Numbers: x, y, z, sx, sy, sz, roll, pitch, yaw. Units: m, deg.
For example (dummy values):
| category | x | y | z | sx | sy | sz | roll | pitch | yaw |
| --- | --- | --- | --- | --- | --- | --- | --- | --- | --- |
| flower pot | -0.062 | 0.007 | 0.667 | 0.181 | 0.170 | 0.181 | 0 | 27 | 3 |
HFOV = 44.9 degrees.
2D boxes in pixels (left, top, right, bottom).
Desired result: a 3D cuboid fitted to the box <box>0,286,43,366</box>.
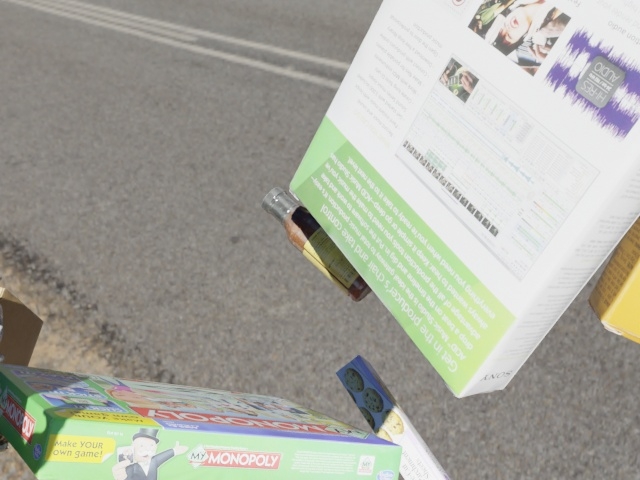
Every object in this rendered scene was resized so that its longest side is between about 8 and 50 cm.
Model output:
| category | x | y | z | sx | sy | sz | roll | pitch | yaw |
| --- | --- | --- | --- | --- | --- | --- | --- | --- | --- |
| box | -0.491 | 0.190 | 1.179 | 0.021 | 0.164 | 0.201 | 9 | 66 | 7 |

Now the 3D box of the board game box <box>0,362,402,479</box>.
| category | x | y | z | sx | sy | sz | roll | pitch | yaw |
| --- | --- | --- | --- | --- | --- | --- | --- | --- | --- |
| board game box | -0.115 | 0.168 | 0.691 | 0.317 | 0.046 | 0.213 | 15 | -6 | -34 |

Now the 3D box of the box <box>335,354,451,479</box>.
| category | x | y | z | sx | sy | sz | roll | pitch | yaw |
| --- | --- | --- | --- | --- | --- | --- | --- | --- | --- |
| box | 0.143 | 0.364 | 1.491 | 0.067 | 0.063 | 0.324 | -39 | 56 | 6 |

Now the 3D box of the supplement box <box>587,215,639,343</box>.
| category | x | y | z | sx | sy | sz | roll | pitch | yaw |
| --- | --- | --- | --- | --- | --- | --- | --- | --- | --- |
| supplement box | 0.305 | -0.025 | 0.617 | 0.078 | 0.233 | 0.080 | 25 | 13 | 0 |

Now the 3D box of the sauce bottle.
| category | x | y | z | sx | sy | sz | roll | pitch | yaw |
| --- | --- | --- | --- | --- | --- | --- | --- | --- | --- |
| sauce bottle | 0.000 | 0.000 | 0.699 | 0.128 | 0.042 | 0.042 | 44 | 47 | 14 |

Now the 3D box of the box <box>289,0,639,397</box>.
| category | x | y | z | sx | sy | sz | roll | pitch | yaw |
| --- | --- | --- | --- | --- | --- | --- | --- | --- | --- |
| box | 0.116 | -0.093 | 0.499 | 0.058 | 0.322 | 0.232 | 4 | 37 | -42 |

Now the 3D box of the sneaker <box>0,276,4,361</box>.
| category | x | y | z | sx | sy | sz | roll | pitch | yaw |
| --- | --- | --- | --- | --- | --- | --- | --- | --- | --- |
| sneaker | -0.544 | 0.116 | 1.045 | 0.210 | 0.137 | 0.366 | -2 | 0 | -26 |

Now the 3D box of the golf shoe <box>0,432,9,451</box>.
| category | x | y | z | sx | sy | sz | roll | pitch | yaw |
| --- | --- | --- | --- | --- | --- | --- | --- | --- | --- |
| golf shoe | -0.453 | 0.222 | 0.875 | 0.272 | 0.105 | 0.120 | -27 | 77 | -9 |
